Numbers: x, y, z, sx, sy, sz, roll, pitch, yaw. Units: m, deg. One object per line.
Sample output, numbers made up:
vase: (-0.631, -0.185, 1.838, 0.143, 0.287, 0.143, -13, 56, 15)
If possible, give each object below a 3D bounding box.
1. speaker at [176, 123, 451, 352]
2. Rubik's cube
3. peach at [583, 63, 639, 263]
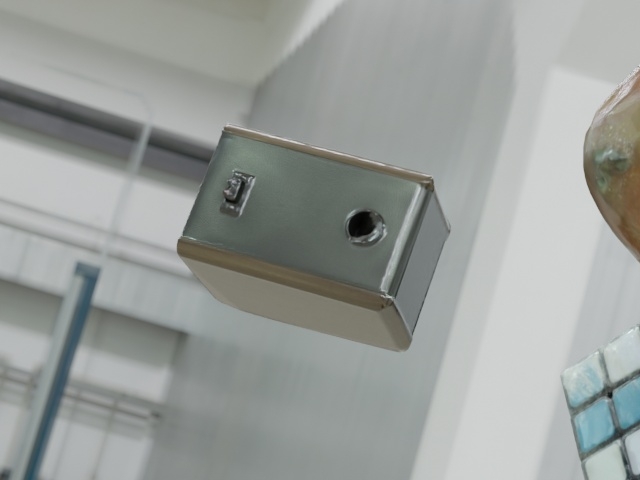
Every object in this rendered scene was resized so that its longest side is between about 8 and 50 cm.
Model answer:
speaker: (0.000, 0.000, 1.798, 0.231, 0.153, 0.192, 15, -18, 17)
Rubik's cube: (0.464, 0.230, 1.987, 0.253, 0.259, 0.256, 25, -51, -37)
peach: (0.261, -0.054, 0.998, 0.235, 0.214, 0.214, -15, 8, -30)
